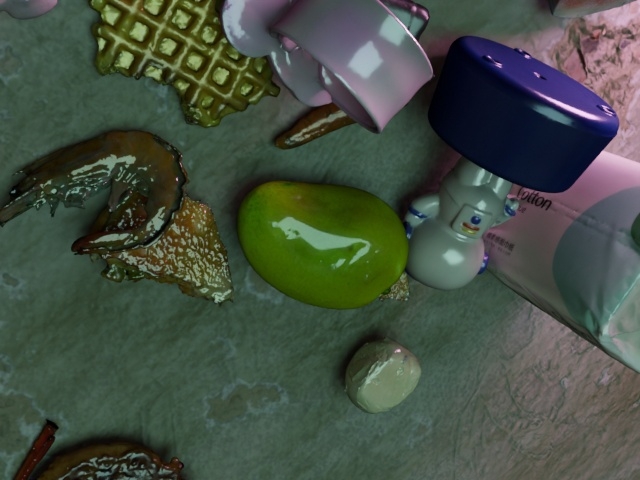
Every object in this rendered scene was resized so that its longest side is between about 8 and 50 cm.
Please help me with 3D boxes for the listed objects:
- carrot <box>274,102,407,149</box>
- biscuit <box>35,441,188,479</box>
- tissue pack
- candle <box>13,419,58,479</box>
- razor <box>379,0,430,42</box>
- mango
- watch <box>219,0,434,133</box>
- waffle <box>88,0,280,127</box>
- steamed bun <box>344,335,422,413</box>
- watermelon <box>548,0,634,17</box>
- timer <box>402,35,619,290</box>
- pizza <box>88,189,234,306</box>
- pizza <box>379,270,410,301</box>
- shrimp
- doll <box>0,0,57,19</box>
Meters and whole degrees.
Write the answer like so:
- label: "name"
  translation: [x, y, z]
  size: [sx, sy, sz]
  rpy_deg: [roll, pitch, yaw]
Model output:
- label: "carrot"
  translation: [0.025, -0.185, 1.215]
  size: [0.210, 0.061, 0.061]
  rpy_deg: [-26, 118, -9]
- label: "biscuit"
  translation: [-0.330, 0.465, 1.294]
  size: [0.289, 0.081, 0.334]
  rpy_deg: [-10, 109, -20]
- label: "tissue pack"
  translation: [0.440, 0.011, 1.299]
  size: [0.194, 0.356, 0.266]
  rpy_deg: [35, 93, -31]
- label: "candle"
  translation: [-0.441, 0.345, 1.229]
  size: [0.026, 0.021, 0.167]
  rpy_deg: [30, 95, -30]
- label: "razor"
  translation: [0.078, -0.319, 1.181]
  size: [0.148, 0.054, 0.090]
  rpy_deg: [18, 104, -23]
- label: "mango"
  translation: [0.001, 0.008, 1.224]
  size: [0.273, 0.149, 0.185]
  rpy_deg: [7, 114, -20]
- label: "watch"
  translation: [0.026, -0.263, 1.030]
  size: [0.211, 0.217, 0.248]
  rpy_deg: [-47, 125, -2]
- label: "waffle"
  translation: [-0.166, -0.277, 1.092]
  size: [0.291, 0.051, 0.291]
  rpy_deg: [-8, 111, -21]
- label: "steamed bun"
  translation: [0.101, 0.227, 1.386]
  size: [0.112, 0.091, 0.130]
  rpy_deg: [39, 94, -26]
- label: "watermelon"
  translation: [0.442, -0.450, 1.212]
  size: [0.213, 0.201, 0.261]
  rpy_deg: [-22, 121, -6]
- label: "timer"
  translation: [0.241, -0.089, 1.264]
  size: [0.270, 0.270, 0.383]
  rpy_deg: [12, 120, -28]
- label: "pizza"
  translation: [-0.217, 0.002, 1.172]
  size: [0.226, 0.069, 0.147]
  rpy_deg: [17, 84, -27]
- label: "pizza"
  translation: [0.118, 0.075, 1.372]
  size: [0.083, 0.025, 0.078]
  rpy_deg: [-42, 116, -2]
- label: "shrimp"
  translation: [-0.294, -0.051, 1.087]
  size: [0.253, 0.058, 0.173]
  rpy_deg: [-29, 85, -11]
- label: "doll"
  translation: [-0.323, -0.379, 0.957]
  size: [0.365, 0.094, 0.160]
  rpy_deg: [-44, 113, -4]
